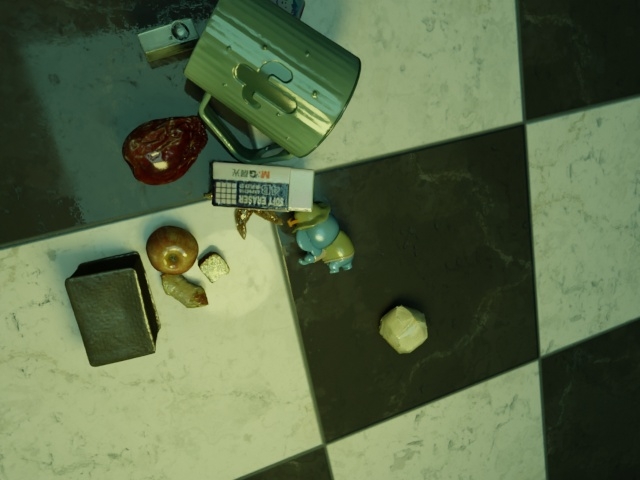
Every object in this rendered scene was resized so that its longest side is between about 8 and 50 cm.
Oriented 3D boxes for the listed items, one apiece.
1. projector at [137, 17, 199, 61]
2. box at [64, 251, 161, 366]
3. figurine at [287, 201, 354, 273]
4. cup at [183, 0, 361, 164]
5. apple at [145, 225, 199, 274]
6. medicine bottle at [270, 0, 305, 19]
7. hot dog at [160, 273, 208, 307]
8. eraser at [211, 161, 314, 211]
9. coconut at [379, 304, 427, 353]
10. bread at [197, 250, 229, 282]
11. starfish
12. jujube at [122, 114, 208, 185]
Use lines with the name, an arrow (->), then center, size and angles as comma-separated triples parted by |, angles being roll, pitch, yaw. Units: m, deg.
projector -> -0.401, -0.532, 1.117 | 0.147, 0.115, 0.061 | -24, 109, -12
box -> -0.580, 0.192, 1.206 | 0.183, 0.143, 0.274 | -12, 106, -15
figurine -> 0.003, -0.001, 1.342 | 0.179, 0.153, 0.262 | -28, 100, -18
cup -> -0.142, -0.401, 1.115 | 0.391, 0.310, 0.401 | 27, 95, -24
apple -> -0.426, 0.030, 1.224 | 0.146, 0.131, 0.147 | -6, 109, -19
medicine bottle -> -0.151, -0.649, 1.181 | 0.187, 0.094, 0.119 | 19, 94, -20
hot dog -> -0.414, 0.156, 1.291 | 0.168, 0.061, 0.078 | 35, 57, -1
eraser -> -0.161, -0.154, 1.217 | 0.286, 0.086, 0.131 | 2, 100, -4
coconut -> 0.299, 0.308, 1.501 | 0.162, 0.161, 0.161 | -45, 111, -5
bread -> -0.326, 0.079, 1.297 | 0.076, 0.070, 0.083 | -38, 111, -6
starfish -> -0.211, -0.118, 1.295 | 0.276, 0.062, 0.236 | -6, 105, -8
jujube -> -0.419, -0.254, 1.162 | 0.236, 0.168, 0.168 | -39, 111, -22
